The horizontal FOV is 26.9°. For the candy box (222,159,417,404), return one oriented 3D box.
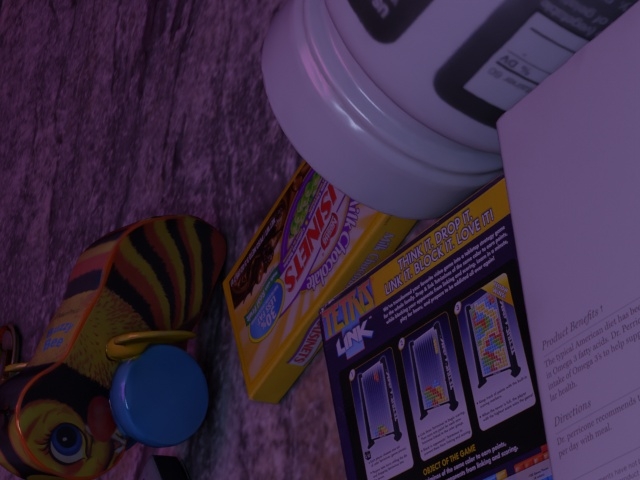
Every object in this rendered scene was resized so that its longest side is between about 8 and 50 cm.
[{"bbox_3d":[0.000,0.000,0.834,0.206,0.027,0.105,-55,38,36],"label":"candy box"}]

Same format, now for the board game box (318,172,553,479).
[{"bbox_3d":[0.070,0.067,0.639,0.170,0.048,0.141,-38,54,50],"label":"board game box"}]

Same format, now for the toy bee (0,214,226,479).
[{"bbox_3d":[-0.158,0.101,0.902,0.195,0.162,0.298,-37,41,34],"label":"toy bee"}]

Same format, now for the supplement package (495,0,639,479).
[{"bbox_3d":[0.144,0.015,0.480,0.105,0.105,0.179,-42,44,49],"label":"supplement package"}]

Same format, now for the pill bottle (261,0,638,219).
[{"bbox_3d":[0.099,-0.139,0.569,0.283,0.161,0.161,-44,42,45],"label":"pill bottle"}]

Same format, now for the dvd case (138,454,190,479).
[{"bbox_3d":[-0.129,0.299,0.942,0.239,0.029,0.179,-66,30,20],"label":"dvd case"}]

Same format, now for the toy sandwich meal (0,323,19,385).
[{"bbox_3d":[-0.340,0.126,1.399,0.085,0.029,0.086,-33,51,52],"label":"toy sandwich meal"}]
